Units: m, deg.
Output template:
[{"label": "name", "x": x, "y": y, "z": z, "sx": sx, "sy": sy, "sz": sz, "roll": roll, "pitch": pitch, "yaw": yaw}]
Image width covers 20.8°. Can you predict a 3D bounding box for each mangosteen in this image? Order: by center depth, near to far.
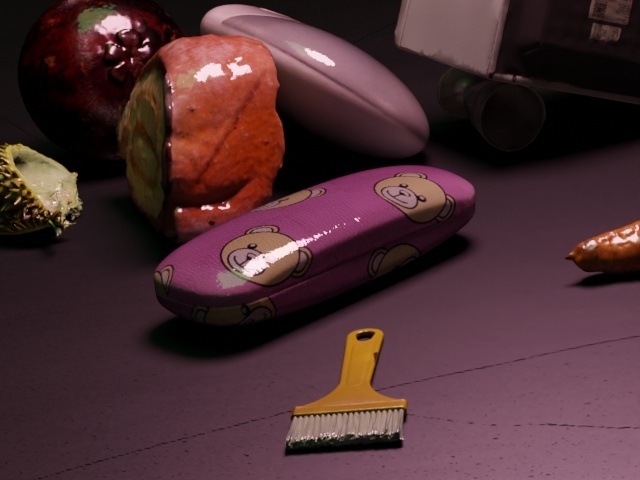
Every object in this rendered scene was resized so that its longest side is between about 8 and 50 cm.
[{"label": "mangosteen", "x": -0.236, "y": -0.179, "z": 1.922, "sx": 0.210, "sy": 0.210, "sz": 0.210, "roll": -7, "pitch": 19, "yaw": 2}]

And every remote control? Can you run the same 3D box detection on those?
[{"label": "remote control", "x": -0.009, "y": -0.169, "z": 1.842, "sx": 0.221, "sy": 0.103, "sz": 0.332, "roll": 29, "pitch": 3, "yaw": -29}]

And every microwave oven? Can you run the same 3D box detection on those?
[{"label": "microwave oven", "x": 0.266, "y": -0.251, "z": 1.827, "sx": 0.295, "sy": 0.181, "sz": 0.237, "roll": 7, "pitch": 11, "yaw": -27}]

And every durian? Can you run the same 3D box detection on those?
[{"label": "durian", "x": -0.288, "y": -0.047, "z": 1.744, "sx": 0.100, "sy": 0.086, "sz": 0.215, "roll": 6, "pitch": 17, "yaw": -4}]

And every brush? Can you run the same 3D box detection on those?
[{"label": "brush", "x": 0.026, "y": 0.104, "z": 1.290, "sx": 0.083, "sy": 0.011, "sz": 0.205, "roll": -6, "pitch": 19, "yaw": 9}]

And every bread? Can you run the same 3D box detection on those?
[{"label": "bread", "x": -0.120, "y": -0.107, "z": 1.699, "sx": 0.123, "sy": 0.190, "sz": 0.244, "roll": 0, "pitch": 13, "yaw": -20}]

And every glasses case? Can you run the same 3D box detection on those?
[{"label": "glasses case", "x": 0.000, "y": 0.000, "z": 1.494, "sx": 0.316, "sy": 0.075, "sz": 0.123, "roll": -23, "pitch": 24, "yaw": -38}]

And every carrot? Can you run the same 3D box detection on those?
[{"label": "carrot", "x": 0.319, "y": -0.013, "z": 1.455, "sx": 0.248, "sy": 0.059, "sz": 0.059, "roll": -17, "pitch": 21, "yaw": -16}]

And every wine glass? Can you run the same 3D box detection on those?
[{"label": "wine glass", "x": 0.176, "y": -0.147, "z": 1.854, "sx": 0.073, "sy": 0.073, "sz": 0.155, "roll": -12, "pitch": 20, "yaw": -13}]
